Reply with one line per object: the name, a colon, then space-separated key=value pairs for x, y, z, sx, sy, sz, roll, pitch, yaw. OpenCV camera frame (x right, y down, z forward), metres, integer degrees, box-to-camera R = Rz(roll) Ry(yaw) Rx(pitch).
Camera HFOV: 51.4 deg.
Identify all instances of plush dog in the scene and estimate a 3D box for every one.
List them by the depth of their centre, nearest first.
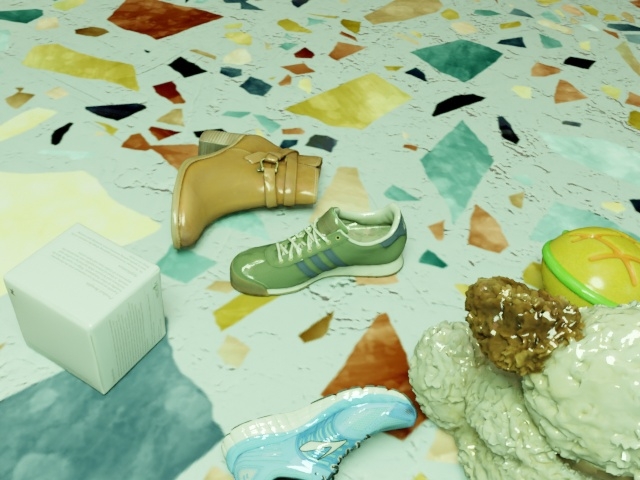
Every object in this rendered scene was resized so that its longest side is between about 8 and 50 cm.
plush dog: x=0.198 y=0.131 z=0.481 sx=0.263 sy=0.225 sz=0.210 roll=11 pitch=45 yaw=5

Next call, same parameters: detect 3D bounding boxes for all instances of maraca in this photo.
maraca: x=0.291 y=0.033 z=0.687 sx=0.127 sy=0.099 sz=0.186 roll=36 pitch=26 yaw=14

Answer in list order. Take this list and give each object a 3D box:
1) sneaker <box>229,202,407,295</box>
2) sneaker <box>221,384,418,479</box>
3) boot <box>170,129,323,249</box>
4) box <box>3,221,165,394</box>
sneaker: x=0.000 y=0.000 z=0.691 sx=0.192 sy=0.086 sz=0.064 roll=-7 pitch=46 yaw=-13
sneaker: x=0.005 y=0.172 z=0.543 sx=0.162 sy=0.063 sz=0.073 roll=-18 pitch=61 yaw=-4
boot: x=-0.079 y=-0.056 z=0.753 sx=0.153 sy=0.073 sz=0.197 roll=13 pitch=47 yaw=1
box: x=-0.207 y=0.060 z=0.598 sx=0.101 sy=0.101 sz=0.087 roll=26 pitch=46 yaw=18
